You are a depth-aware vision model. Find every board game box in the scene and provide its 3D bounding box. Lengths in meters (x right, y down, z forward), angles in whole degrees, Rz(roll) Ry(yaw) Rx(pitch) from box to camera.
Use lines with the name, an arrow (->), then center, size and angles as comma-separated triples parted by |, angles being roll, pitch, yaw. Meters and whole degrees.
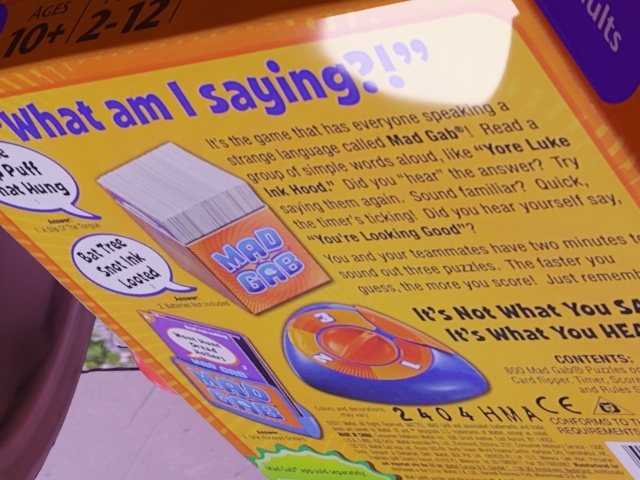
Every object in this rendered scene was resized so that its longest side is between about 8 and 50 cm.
board game box -> 0.086, -0.104, 0.828 | 0.356, 0.356, 0.356 | -4, 139, 41

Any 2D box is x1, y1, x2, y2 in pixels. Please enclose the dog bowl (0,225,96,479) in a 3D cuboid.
dog bowl -> -0.234, -0.047, 0.998 | 0.150, 0.408, 0.408 | 6, 133, 6

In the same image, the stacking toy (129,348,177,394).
stacking toy -> -0.070, -0.068, 1.049 | 0.141, 0.141, 0.330 | 2, 92, -13
